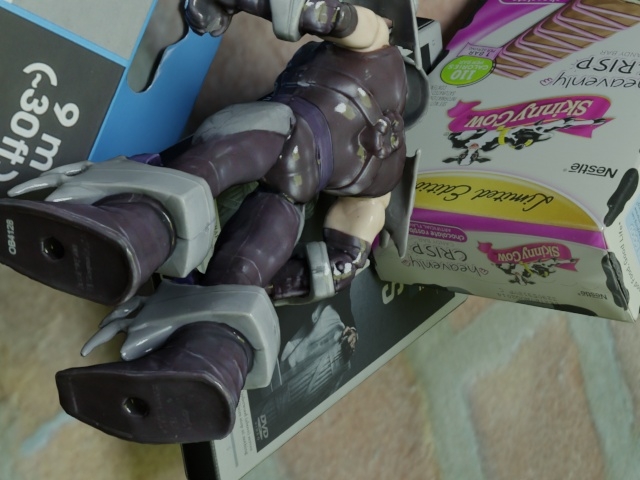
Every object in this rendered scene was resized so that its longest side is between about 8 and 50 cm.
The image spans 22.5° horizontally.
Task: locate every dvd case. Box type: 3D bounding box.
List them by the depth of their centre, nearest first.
[{"bbox_3d":[0.000,0.000,0.866,0.238,0.029,0.179,-33,124,-44],"label":"dvd case"}]

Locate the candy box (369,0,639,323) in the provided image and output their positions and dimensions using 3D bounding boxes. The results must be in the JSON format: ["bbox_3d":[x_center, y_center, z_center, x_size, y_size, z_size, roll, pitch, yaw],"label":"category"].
[{"bbox_3d":[0.138,-0.072,0.877,0.233,0.159,0.071,-56,136,-31],"label":"candy box"}]

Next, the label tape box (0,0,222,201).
[{"bbox_3d":[-0.135,-0.139,0.693,0.333,0.106,0.241,23,89,-42],"label":"label tape box"}]

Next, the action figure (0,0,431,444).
[{"bbox_3d":[-0.025,-0.033,0.715,0.285,0.099,0.185,-45,129,-52],"label":"action figure"}]
